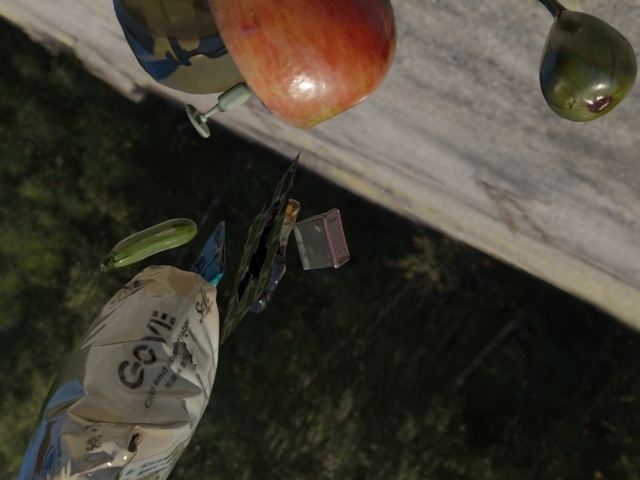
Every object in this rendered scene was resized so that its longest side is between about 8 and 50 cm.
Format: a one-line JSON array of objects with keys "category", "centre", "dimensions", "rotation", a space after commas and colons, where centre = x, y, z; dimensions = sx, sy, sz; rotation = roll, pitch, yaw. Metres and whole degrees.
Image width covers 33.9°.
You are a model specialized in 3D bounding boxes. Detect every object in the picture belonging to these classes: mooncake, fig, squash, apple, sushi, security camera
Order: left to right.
[{"category": "squash", "centre": [-0.302, 0.006, 1.836], "dimensions": [0.052, 0.183, 0.052], "rotation": [62, 169, 22]}, {"category": "mooncake", "centre": [-0.180, -0.381, 1.619], "dimensions": [0.284, 0.284, 0.155], "rotation": [28, 167, 16]}, {"category": "security camera", "centre": [-0.138, -0.190, 1.484], "dimensions": [0.058, 0.092, 0.058], "rotation": [59, -172, -14]}, {"category": "sushi", "centre": [-0.099, 0.038, 2.162], "dimensions": [0.069, 0.339, 0.320], "rotation": [21, 143, -13]}, {"category": "apple", "centre": [0.000, -0.301, 1.383], "dimensions": [0.251, 0.163, 0.293], "rotation": [56, -154, -15]}, {"category": "fig", "centre": [0.399, -0.317, 1.658], "dimensions": [0.151, 0.151, 0.259], "rotation": [30, -142, -58]}]

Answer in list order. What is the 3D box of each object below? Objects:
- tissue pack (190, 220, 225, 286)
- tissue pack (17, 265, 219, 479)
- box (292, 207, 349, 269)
[{"category": "tissue pack", "centre": [-0.161, 0.044, 1.465], "dimensions": [0.028, 0.138, 0.085], "rotation": [12, -132, -25]}, {"category": "tissue pack", "centre": [-0.266, 0.252, 1.334], "dimensions": [0.195, 0.390, 0.375], "rotation": [27, -144, -8]}, {"category": "box", "centre": [0.000, 0.000, 1.617], "dimensions": [0.063, 0.084, 0.060], "rotation": [-10, -171, 24]}]
